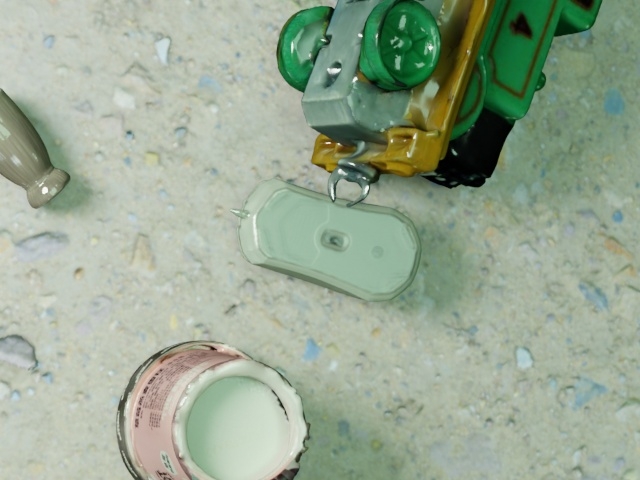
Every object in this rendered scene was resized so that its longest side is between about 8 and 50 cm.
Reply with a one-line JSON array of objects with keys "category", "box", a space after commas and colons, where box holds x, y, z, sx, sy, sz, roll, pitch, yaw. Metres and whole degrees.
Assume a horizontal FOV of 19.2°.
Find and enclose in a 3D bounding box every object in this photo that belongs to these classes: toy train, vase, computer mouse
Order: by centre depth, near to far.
[{"category": "vase", "box": [-0.263, -0.077, 1.634, 0.053, 0.053, 0.101, -44, 108, -17]}, {"category": "computer mouse", "box": [0.000, 0.000, 1.731, 0.181, 0.056, 0.089, 16, 80, -12]}, {"category": "toy train", "box": [0.125, -0.213, 1.737, 0.249, 0.178, 0.429, 25, 78, -30]}]

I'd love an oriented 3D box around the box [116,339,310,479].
[{"category": "box", "box": [-0.087, 0.162, 1.647, 0.151, 0.135, 0.151, 1, 87, -23]}]
